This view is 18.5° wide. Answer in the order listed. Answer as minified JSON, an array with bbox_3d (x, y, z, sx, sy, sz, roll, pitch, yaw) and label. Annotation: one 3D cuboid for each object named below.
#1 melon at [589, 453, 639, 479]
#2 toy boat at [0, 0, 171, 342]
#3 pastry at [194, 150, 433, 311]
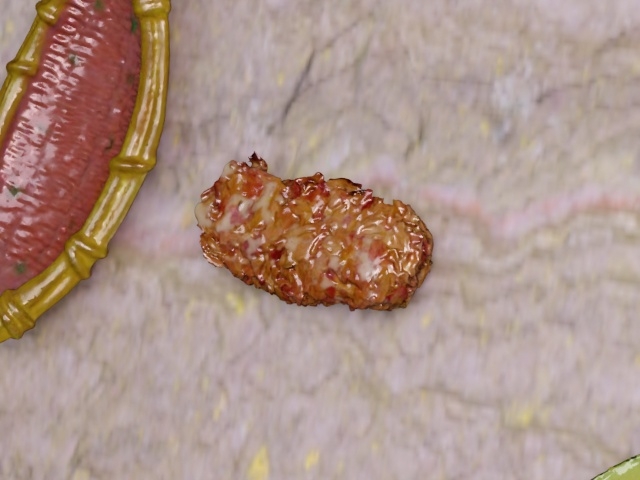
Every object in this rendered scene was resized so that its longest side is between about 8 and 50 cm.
[{"bbox_3d":[0.245,0.218,1.108,0.265,0.129,0.169,28,84,40],"label":"melon"},{"bbox_3d":[-0.173,-0.075,1.345,0.141,0.099,0.318,24,99,29],"label":"toy boat"},{"bbox_3d":[-0.001,0.002,1.277,0.169,0.063,0.087,18,84,31],"label":"pastry"}]
